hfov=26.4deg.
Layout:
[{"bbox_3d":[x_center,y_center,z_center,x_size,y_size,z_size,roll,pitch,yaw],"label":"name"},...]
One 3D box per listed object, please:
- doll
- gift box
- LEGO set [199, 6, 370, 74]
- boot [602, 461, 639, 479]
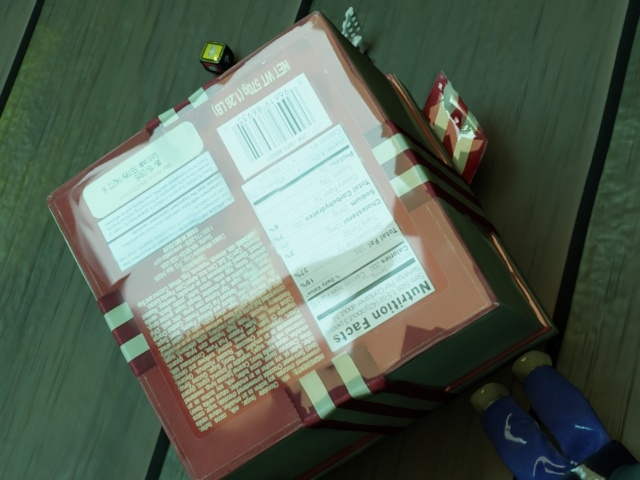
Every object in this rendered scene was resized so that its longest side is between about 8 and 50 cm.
[{"bbox_3d":[0.183,0.159,0.913,0.129,0.046,0.189,-38,57,5],"label":"doll"},{"bbox_3d":[0.000,0.000,0.938,0.255,0.258,0.276,-28,74,11],"label":"gift box"},{"bbox_3d":[-0.037,-0.080,1.115,0.182,0.060,0.244,-16,61,12],"label":"LEGO set"},{"bbox_3d":[0.180,0.254,0.838,0.207,0.246,0.094,-30,12,42],"label":"boot"}]
